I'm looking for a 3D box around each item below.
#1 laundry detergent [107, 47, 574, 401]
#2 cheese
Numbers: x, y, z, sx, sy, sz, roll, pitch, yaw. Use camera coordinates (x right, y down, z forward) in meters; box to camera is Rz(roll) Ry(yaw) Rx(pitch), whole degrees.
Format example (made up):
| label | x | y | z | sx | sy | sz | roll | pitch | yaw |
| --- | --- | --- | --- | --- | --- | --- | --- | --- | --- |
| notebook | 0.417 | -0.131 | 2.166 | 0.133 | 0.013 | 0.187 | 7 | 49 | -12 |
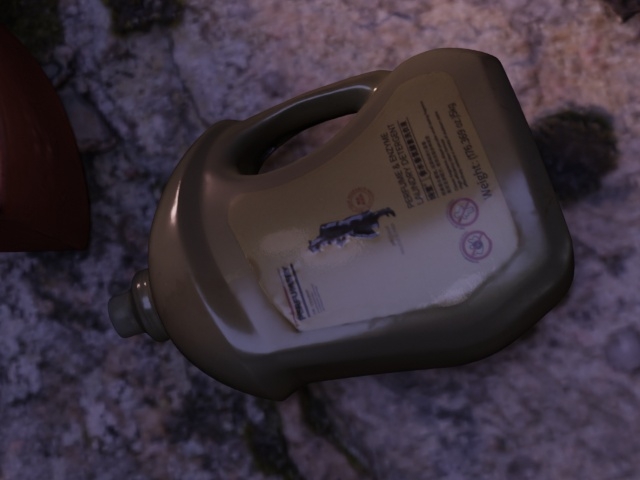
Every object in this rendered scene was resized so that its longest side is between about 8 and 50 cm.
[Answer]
| label | x | y | z | sx | sy | sz | roll | pitch | yaw |
| --- | --- | --- | --- | --- | --- | --- | --- | --- | --- |
| laundry detergent | 0.000 | 0.000 | 0.559 | 0.254 | 0.091 | 0.181 | -19 | 73 | 7 |
| cheese | -0.233 | -0.050 | 0.601 | 0.177 | 0.128 | 0.202 | 31 | 84 | 17 |
